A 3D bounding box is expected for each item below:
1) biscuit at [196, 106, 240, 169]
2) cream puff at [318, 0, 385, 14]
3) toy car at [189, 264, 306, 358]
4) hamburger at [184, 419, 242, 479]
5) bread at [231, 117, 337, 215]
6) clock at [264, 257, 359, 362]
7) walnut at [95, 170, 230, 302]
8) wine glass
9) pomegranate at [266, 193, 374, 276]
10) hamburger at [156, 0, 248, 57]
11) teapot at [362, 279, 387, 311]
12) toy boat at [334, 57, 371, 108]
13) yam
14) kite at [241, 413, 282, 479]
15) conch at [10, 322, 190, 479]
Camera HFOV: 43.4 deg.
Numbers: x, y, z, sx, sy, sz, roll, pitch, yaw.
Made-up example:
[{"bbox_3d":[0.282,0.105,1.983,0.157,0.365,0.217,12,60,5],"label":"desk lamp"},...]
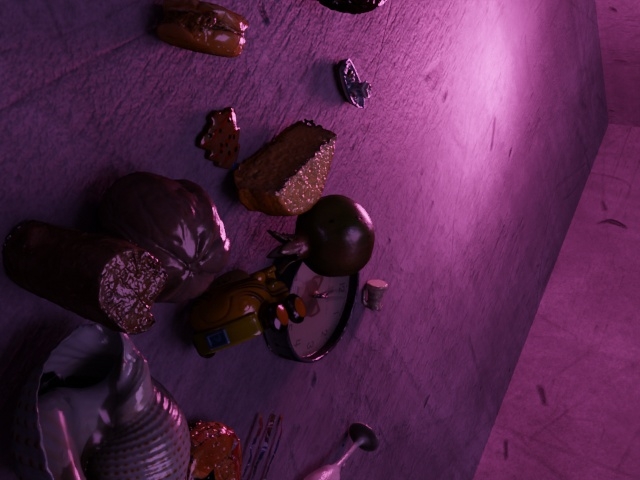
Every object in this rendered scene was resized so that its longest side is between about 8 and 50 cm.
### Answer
[{"bbox_3d":[-0.182,-0.186,1.513,0.119,0.019,0.130,-53,143,-33],"label":"biscuit"},{"bbox_3d":[0.058,-0.573,1.605,0.239,0.164,0.239,-30,127,-51],"label":"cream puff"},{"bbox_3d":[-0.150,0.126,1.551,0.143,0.200,0.248,69,21,1],"label":"toy car"},{"bbox_3d":[-0.238,0.472,1.614,0.231,0.106,0.231,-15,109,-50],"label":"hamburger"},{"bbox_3d":[-0.067,-0.125,1.622,0.260,0.129,0.134,-50,145,-36],"label":"bread"},{"bbox_3d":[-0.015,0.126,1.867,0.325,0.067,0.325,-28,125,-51],"label":"clock"},{"bbox_3d":[-0.255,-0.007,1.287,0.224,0.224,0.224,-30,126,-50],"label":"walnut"},{"bbox_3d":[0.046,0.541,2.070,0.309,0.096,0.264,-37,146,-45],"label":"wine glass"},{"bbox_3d":[0.000,0.000,1.670,0.224,0.181,0.182,-17,120,-24],"label":"pomegranate"},{"bbox_3d":[-0.191,-0.347,1.319,0.147,0.138,0.083,-7,107,-64],"label":"hamburger"},{"bbox_3d":[0.144,0.150,2.153,0.067,0.057,0.083,-3,112,-19],"label":"teapot"},{"bbox_3d":[0.080,-0.352,1.828,0.059,0.066,0.140,-62,148,-28],"label":"toy boat"},{"bbox_3d":[-0.332,0.047,1.146,0.129,0.238,0.128,-31,126,-42],"label":"yam"},{"bbox_3d":[-0.167,0.575,1.848,0.204,0.022,0.361,24,83,-59],"label":"kite"},{"bbox_3d":[-0.358,0.298,1.247,0.303,0.215,0.319,-20,87,-61],"label":"conch"}]
